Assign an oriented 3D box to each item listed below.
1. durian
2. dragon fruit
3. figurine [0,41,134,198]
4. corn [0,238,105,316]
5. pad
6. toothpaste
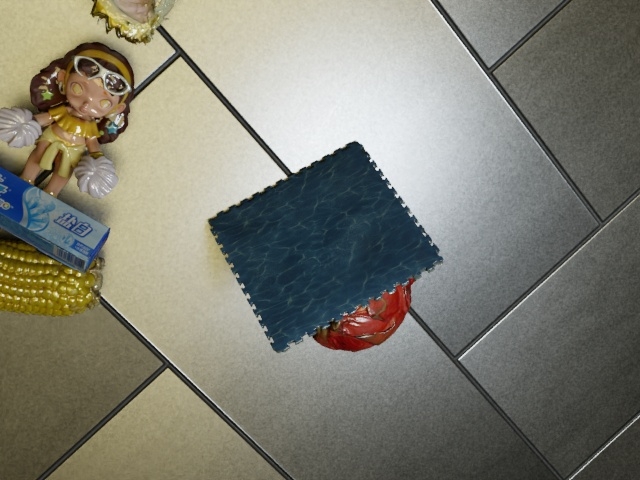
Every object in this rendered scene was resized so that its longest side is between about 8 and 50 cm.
[{"bbox_3d":[-0.223,-0.365,1.205,0.224,0.078,0.140,-45,97,-10],"label":"durian"},{"bbox_3d":[0.048,0.078,1.323,0.209,0.172,0.172,-35,115,-47],"label":"dragon fruit"},{"bbox_3d":[-0.337,-0.153,1.208,0.174,0.116,0.240,29,102,-16],"label":"figurine"},{"bbox_3d":[-0.456,0.047,1.235,0.305,0.106,0.106,6,102,-14],"label":"corn"},{"bbox_3d":[0.000,0.000,1.271,0.269,0.269,0.012,-29,145,-7],"label":"pad"},{"bbox_3d":[-0.418,-0.052,1.200,0.272,0.053,0.066,30,60,-4],"label":"toothpaste"}]
